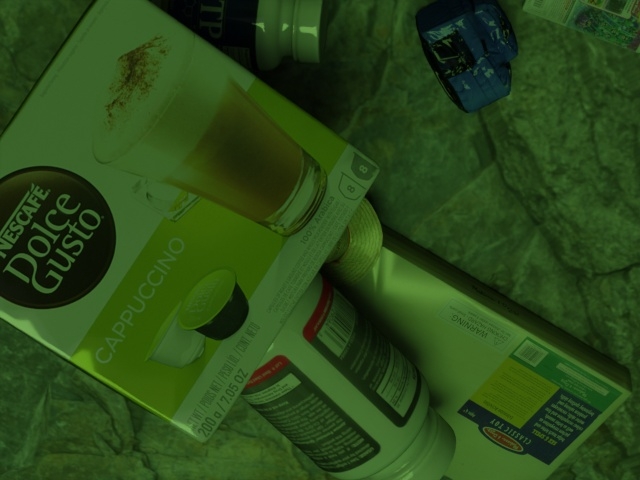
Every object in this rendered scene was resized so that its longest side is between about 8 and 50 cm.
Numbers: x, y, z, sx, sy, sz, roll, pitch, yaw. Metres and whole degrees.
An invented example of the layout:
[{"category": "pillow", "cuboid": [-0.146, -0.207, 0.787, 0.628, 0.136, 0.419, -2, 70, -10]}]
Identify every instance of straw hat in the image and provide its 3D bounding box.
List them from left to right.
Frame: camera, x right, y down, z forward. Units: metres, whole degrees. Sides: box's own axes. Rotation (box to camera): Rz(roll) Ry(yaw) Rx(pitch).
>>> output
[{"category": "straw hat", "cuboid": [0.000, 0.000, 1.539, 0.144, 0.061, 0.144, 10, 109, 30]}]

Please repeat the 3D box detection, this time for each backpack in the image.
[{"category": "backpack", "cuboid": [0.171, -0.208, 1.392, 0.101, 0.098, 0.120, -22, 115, 17]}]

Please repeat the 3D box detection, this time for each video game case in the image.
[{"category": "video game case", "cuboid": [0.316, -0.297, 1.358, 0.143, 0.019, 0.157, 19, 122, -3]}]

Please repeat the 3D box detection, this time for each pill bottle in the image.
[{"category": "pill bottle", "cuboid": [-0.089, -0.249, 1.402, 0.187, 0.112, 0.112, 5, 122, 6]}, {"category": "pill bottle", "cuboid": [0.023, 0.185, 1.551, 0.176, 0.176, 0.318, -33, 115, 26]}]

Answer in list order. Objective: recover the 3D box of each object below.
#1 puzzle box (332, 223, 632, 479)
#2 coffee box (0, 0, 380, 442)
[{"category": "puzzle box", "cuboid": [0.168, 0.177, 1.661, 0.409, 0.052, 0.272, 31, 121, -10]}, {"category": "coffee box", "cuboid": [-0.202, -0.024, 1.354, 0.334, 0.338, 0.337, 35, 80, -13]}]
